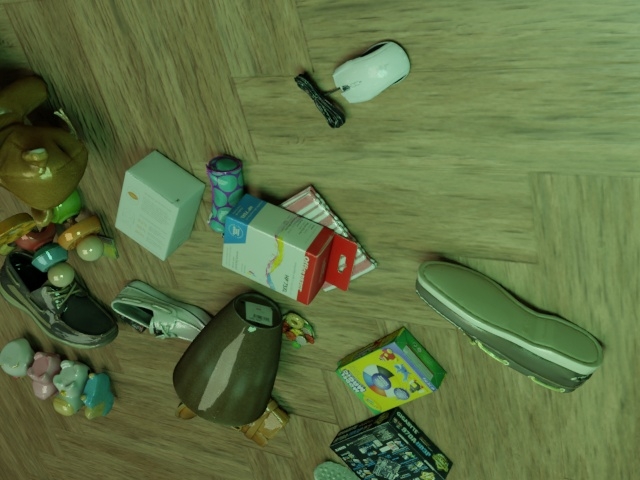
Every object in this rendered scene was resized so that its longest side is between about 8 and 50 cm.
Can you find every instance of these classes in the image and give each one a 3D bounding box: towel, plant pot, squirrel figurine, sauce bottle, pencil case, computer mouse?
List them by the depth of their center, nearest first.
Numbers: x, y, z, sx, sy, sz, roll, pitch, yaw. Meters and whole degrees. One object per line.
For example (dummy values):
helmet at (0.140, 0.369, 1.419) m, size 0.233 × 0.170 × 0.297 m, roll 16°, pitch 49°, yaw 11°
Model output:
computer mouse at (0.050, -0.243, 1.216) m, size 0.193 × 0.042 × 0.106 m, roll -22°, pitch 108°, yaw 43°
towel at (0.000, 0.000, 1.459) m, size 0.197 × 0.029 × 0.144 m, roll 49°, pitch 137°, yaw -13°
pencil case at (-0.179, -0.083, 1.485) m, size 0.064 × 0.070 × 0.151 m, roll -119°, pitch 25°, yaw -46°
squirrel figurine at (-0.660, -0.166, 1.518) m, size 0.370 × 0.397 × 0.281 m, roll 37°, pitch 132°, yaw 17°
plant pot at (-0.168, 0.228, 1.649) m, size 0.215 × 0.215 × 0.230 m, roll 33°, pitch 121°, yaw 9°
towel at (-0.502, 0.011, 1.828) m, size 0.083 × 0.009 × 0.060 m, roll 14°, pitch 131°, yaw 27°
sauce bottle at (-0.771, -0.001, 1.984) m, size 0.042 × 0.042 × 0.128 m, roll 49°, pitch 134°, yaw -8°

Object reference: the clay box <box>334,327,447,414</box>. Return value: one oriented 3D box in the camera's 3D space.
clay box at (0.125, 0.264, 1.561) m, size 0.127 × 0.053 × 0.222 m, roll 47°, pitch 135°, yaw -6°

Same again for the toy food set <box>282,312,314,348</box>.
toy food set at (-0.048, 0.187, 1.643) m, size 0.082 × 0.020 × 0.083 m, roll 46°, pitch 136°, yaw -5°

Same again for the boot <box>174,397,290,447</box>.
boot at (-0.210, 0.408, 1.890) m, size 0.220 × 0.109 × 0.283 m, roll 40°, pitch 130°, yaw -4°

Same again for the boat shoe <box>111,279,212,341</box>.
boat shoe at (-0.352, 0.179, 1.800) m, size 0.268 × 0.088 × 0.096 m, roll 28°, pitch 135°, yaw 14°

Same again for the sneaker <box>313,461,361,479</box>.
sneaker at (0.075, 0.610, 1.854) m, size 0.235 × 0.090 × 0.094 m, roll 38°, pitch 146°, yaw 6°

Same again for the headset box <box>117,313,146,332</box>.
headset box at (-0.440, 0.179, 1.902) m, size 0.083 × 0.032 × 0.062 m, roll 34°, pitch 137°, yaw 7°

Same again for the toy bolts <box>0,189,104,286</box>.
toy bolts at (-0.607, 0.022, 1.773) m, size 0.158 × 0.218 × 0.228 m, roll 57°, pitch 143°, yaw 3°

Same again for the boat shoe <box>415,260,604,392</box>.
boat shoe at (0.294, 0.144, 1.307) m, size 0.325 × 0.116 × 0.096 m, roll 27°, pitch 132°, yaw 7°

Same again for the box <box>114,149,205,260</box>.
box at (-0.320, -0.068, 1.578) m, size 0.130 × 0.091 × 0.170 m, roll 35°, pitch 137°, yaw 7°

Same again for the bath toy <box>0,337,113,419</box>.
bath toy at (-0.742, 0.385, 2.217) m, size 0.348 × 0.151 × 0.129 m, roll 19°, pitch 167°, yaw 22°

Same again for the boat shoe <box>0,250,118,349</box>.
boat shoe at (-0.654, 0.144, 1.953) m, size 0.356 × 0.132 × 0.130 m, roll 26°, pitch 135°, yaw 14°

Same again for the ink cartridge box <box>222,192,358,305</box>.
ink cartridge box at (-0.058, 0.025, 1.439) m, size 0.231 × 0.078 × 0.134 m, roll 24°, pitch 135°, yaw 14°

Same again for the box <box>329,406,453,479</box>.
box at (0.146, 0.460, 1.704) m, size 0.175 × 0.051 × 0.220 m, roll 46°, pitch 136°, yaw -5°
